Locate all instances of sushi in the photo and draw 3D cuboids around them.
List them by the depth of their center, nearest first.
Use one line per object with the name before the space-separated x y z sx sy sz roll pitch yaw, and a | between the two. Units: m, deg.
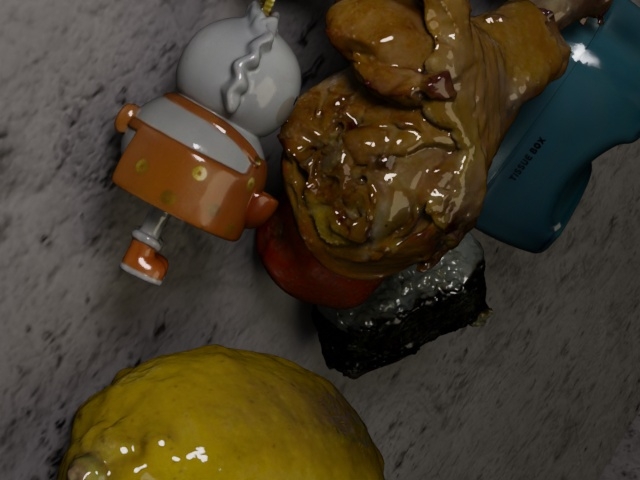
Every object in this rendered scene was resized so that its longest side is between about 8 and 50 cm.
sushi | 0.082 0.060 1.456 0.212 0.147 0.115 -29 146 -21

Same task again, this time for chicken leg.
chicken leg | 0.121 -0.163 1.142 0.409 0.182 0.295 -39 133 -21

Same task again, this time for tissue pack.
tissue pack | 0.241 -0.147 1.428 0.287 0.206 0.198 -56 178 41

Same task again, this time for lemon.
lemon | -0.094 0.227 1.158 0.316 0.285 0.285 -12 126 -31

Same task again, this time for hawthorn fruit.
hawthorn fruit | 0.000 0.000 1.270 0.138 0.133 0.133 27 89 -47

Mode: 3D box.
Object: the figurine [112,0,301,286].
figurine | -0.091 -0.096 1.024 0.143 0.143 0.271 2 101 -60
